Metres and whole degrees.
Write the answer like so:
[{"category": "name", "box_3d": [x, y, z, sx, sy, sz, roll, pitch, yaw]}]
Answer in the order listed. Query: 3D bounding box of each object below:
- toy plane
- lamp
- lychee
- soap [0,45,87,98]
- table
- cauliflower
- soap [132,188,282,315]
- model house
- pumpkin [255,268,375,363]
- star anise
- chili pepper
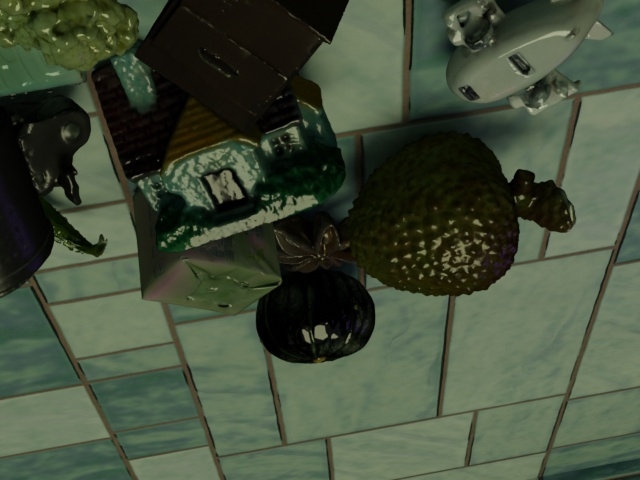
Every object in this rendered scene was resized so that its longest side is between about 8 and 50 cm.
[{"category": "toy plane", "box_3d": [0.277, -0.274, 1.601, 0.245, 0.117, 0.244, 2, 137, 2]}, {"category": "lamp", "box_3d": [-0.481, -0.046, 1.524, 0.374, 0.205, 0.272, -12, 122, -34]}, {"category": "lychee", "box_3d": [0.198, -0.036, 1.813, 0.320, 0.270, 0.270, -41, 142, 12]}, {"category": "soap", "box_3d": [-0.404, -0.244, 1.437, 0.230, 0.091, 0.145, -12, 149, 2]}, {"category": "table", "box_3d": [-0.087, -0.265, 1.377, 0.169, 0.172, 0.193, 34, 134, -14]}, {"category": "cauliflower", "box_3d": [-0.261, -0.309, 1.219, 0.281, 0.260, 0.327, 7, 165, -21]}, {"category": "soap", "box_3d": [-0.177, -0.005, 1.796, 0.182, 0.199, 0.138, 14, 143, -37]}, {"category": "model house", "box_3d": [-0.139, -0.169, 1.565, 0.280, 0.230, 0.249, -19, 124, 7]}, {"category": "pumpkin", "box_3d": [-0.009, 0.139, 2.105, 0.220, 0.162, 0.220, -5, 168, -1]}, {"category": "star anise", "box_3d": [-0.015, 0.004, 1.975, 0.197, 0.073, 0.212, -7, 160, 8]}, {"category": "chili pepper", "box_3d": [-0.461, -0.072, 1.709, 0.085, 0.076, 0.359, -28, 139, 29]}]
